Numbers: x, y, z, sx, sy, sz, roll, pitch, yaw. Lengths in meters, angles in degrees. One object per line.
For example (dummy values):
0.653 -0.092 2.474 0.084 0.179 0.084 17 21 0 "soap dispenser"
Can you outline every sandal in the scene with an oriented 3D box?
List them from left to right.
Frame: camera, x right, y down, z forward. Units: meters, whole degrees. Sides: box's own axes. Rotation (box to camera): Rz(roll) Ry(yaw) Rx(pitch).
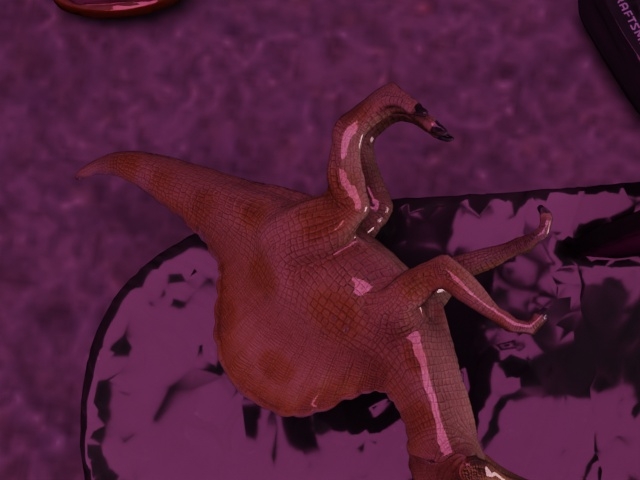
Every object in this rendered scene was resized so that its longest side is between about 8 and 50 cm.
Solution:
0.147 0.033 0.484 0.446 0.107 0.167 -13 77 4 "sandal"

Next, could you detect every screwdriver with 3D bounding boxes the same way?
0.081 -0.115 0.566 0.025 0.024 0.170 -29 73 29 "screwdriver"

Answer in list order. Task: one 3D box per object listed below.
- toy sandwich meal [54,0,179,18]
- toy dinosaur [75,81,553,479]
-0.072 -0.116 0.576 0.086 0.029 0.085 -1 79 5 "toy sandwich meal"
0.000 0.000 0.473 0.183 0.053 0.092 41 94 25 "toy dinosaur"
